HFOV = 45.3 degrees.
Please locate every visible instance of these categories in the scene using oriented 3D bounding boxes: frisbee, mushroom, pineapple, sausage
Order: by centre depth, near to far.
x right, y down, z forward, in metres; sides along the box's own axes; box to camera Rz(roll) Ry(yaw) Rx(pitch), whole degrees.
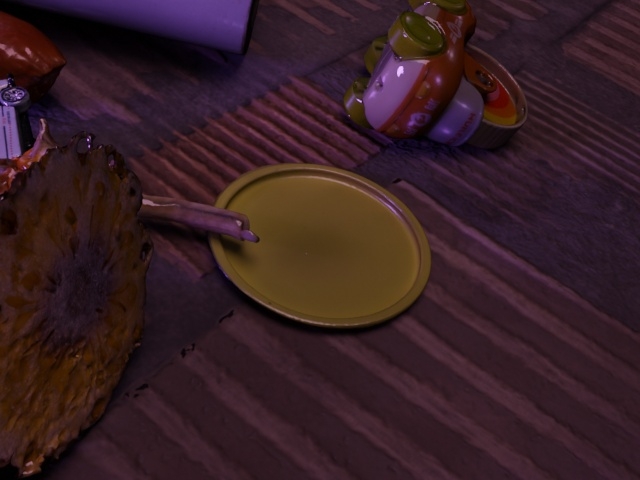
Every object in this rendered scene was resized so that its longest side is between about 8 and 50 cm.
[{"bbox_3d":[-0.300,0.030,0.557,0.271,0.263,0.263,10,42,13],"label":"pineapple"},{"bbox_3d":[-0.148,-0.031,0.741,0.186,0.061,0.060,8,32,1],"label":"mushroom"},{"bbox_3d":[0.000,0.000,0.793,0.235,0.017,0.236,8,44,-8],"label":"frisbee"},{"bbox_3d":[-0.442,-0.241,0.858,0.348,0.094,0.097,25,29,12],"label":"sausage"}]

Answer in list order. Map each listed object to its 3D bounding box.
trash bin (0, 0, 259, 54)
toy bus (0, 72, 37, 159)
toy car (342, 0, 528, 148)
[{"bbox_3d":[-0.275,-0.402,0.941,0.431,0.280,0.280,14,44,-7],"label":"trash bin"},{"bbox_3d":[-0.310,-0.069,0.730,0.088,0.087,0.194,-12,50,-17],"label":"toy bus"},{"bbox_3d":[0.164,-0.199,0.970,0.235,0.145,0.235,17,48,-21],"label":"toy car"}]
